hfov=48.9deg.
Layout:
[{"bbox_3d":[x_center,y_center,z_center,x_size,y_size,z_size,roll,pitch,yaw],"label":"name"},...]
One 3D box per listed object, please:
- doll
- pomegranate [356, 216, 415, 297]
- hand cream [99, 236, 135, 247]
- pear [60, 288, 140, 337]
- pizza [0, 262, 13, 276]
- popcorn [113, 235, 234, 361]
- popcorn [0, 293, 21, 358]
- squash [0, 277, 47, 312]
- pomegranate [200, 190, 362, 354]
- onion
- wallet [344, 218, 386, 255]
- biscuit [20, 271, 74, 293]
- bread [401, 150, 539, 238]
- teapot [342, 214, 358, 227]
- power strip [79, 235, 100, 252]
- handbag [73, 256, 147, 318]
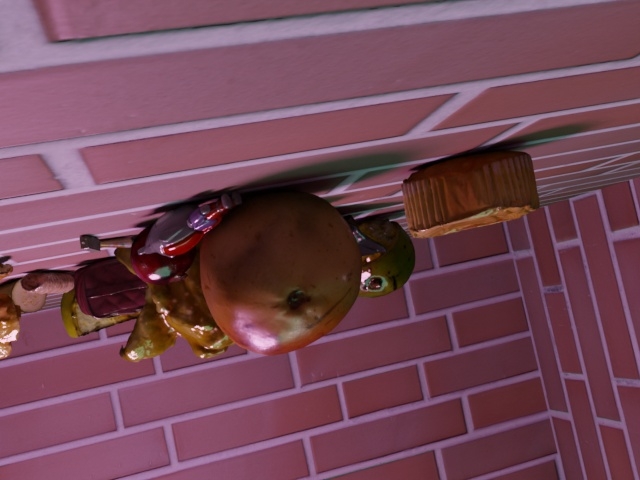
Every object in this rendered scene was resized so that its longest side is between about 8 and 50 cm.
[{"bbox_3d":[-0.229,-0.022,1.188,0.227,0.075,0.102,-25,179,30],"label":"doll"},{"bbox_3d":[0.168,0.038,2.173,0.260,0.260,0.341,-14,-155,22],"label":"pomegranate"},{"bbox_3d":[-0.422,0.006,1.413,0.102,0.022,0.035,-5,180,-31],"label":"hand cream"},{"bbox_3d":[-0.616,0.162,2.019,0.292,0.159,0.292,-15,-177,1],"label":"pear"},{"bbox_3d":[-0.669,0.066,1.394,0.099,0.036,0.160,-9,174,-43],"label":"pizza"},{"bbox_3d":[-0.286,0.101,1.526,0.290,0.326,0.321,-22,-149,41],"label":"popcorn"},{"bbox_3d":[-0.760,0.170,1.463,0.253,0.191,0.190,-12,177,-4],"label":"popcorn"},{"bbox_3d":[-0.817,0.145,1.838,0.224,0.094,0.094,-5,-179,38],"label":"squash"},{"bbox_3d":[-0.079,0.047,1.266,0.319,0.319,0.319,-12,176,-1],"label":"pomegranate"},{"bbox_3d":[-0.298,0.025,1.341,0.131,0.131,0.131,-12,176,-1],"label":"onion"},{"bbox_3d":[0.000,0.000,1.812,0.247,0.041,0.323,-17,155,33],"label":"wallet"},{"bbox_3d":[-0.679,0.107,1.772,0.061,0.055,0.219,2,177,5],"label":"biscuit"},{"bbox_3d":[0.280,-0.090,1.326,0.250,0.133,0.179,-15,174,28],"label":"bread"},{"bbox_3d":[0.046,-0.023,1.890,0.110,0.080,0.085,-32,-165,-3],"label":"teapot"},{"bbox_3d":[-0.434,0.006,1.324,0.017,0.027,0.083,-11,174,1],"label":"power strip"},{"bbox_3d":[-0.503,0.114,1.776,0.225,0.146,0.135,-10,-179,-29],"label":"handbag"}]
